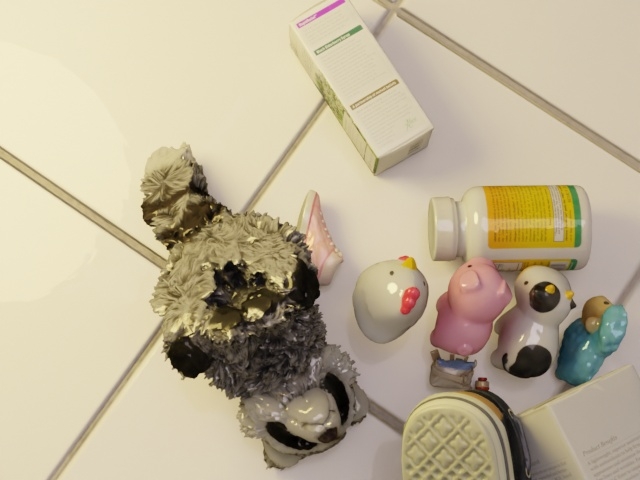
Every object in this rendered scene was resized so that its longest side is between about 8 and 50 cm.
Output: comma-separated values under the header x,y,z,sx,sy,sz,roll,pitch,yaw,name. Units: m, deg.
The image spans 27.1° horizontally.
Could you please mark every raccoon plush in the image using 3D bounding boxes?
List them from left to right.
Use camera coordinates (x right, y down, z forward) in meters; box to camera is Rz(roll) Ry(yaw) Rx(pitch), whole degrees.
x,y,z,sx,sy,sz,roll,pitch,yaw,name
-0.073,0.085,1.774,0.216,0.299,0.446,-21,45,9,raccoon plush

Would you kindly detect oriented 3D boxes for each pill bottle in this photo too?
x,y,z,sx,sy,sz,roll,pitch,yaw,name
0.254,-0.016,1.800,0.208,0.117,0.118,-1,77,-2,pill bottle

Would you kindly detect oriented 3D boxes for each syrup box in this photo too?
x,y,z,sx,sy,sz,roll,pitch,yaw,name
0.054,-0.219,1.853,0.096,0.093,0.237,-30,79,-8,syrup box

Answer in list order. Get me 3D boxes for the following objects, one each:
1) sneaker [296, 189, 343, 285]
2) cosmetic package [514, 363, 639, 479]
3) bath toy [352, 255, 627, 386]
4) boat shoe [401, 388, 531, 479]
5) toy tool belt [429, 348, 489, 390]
x,y,z,sx,sy,sz,roll,pitch,yaw,name
0.000,0.000,1.825,0.070,0.051,0.134,11,75,-7,sneaker
0.339,0.278,1.669,0.151,0.151,0.184,-19,78,-31,cosmetic package
0.217,0.091,1.726,0.348,0.129,0.151,12,78,-15,bath toy
0.190,0.416,1.640,0.186,0.156,0.500,1,102,25,boat shoe
0.188,0.174,1.787,0.083,0.052,0.051,4,85,-1,toy tool belt
